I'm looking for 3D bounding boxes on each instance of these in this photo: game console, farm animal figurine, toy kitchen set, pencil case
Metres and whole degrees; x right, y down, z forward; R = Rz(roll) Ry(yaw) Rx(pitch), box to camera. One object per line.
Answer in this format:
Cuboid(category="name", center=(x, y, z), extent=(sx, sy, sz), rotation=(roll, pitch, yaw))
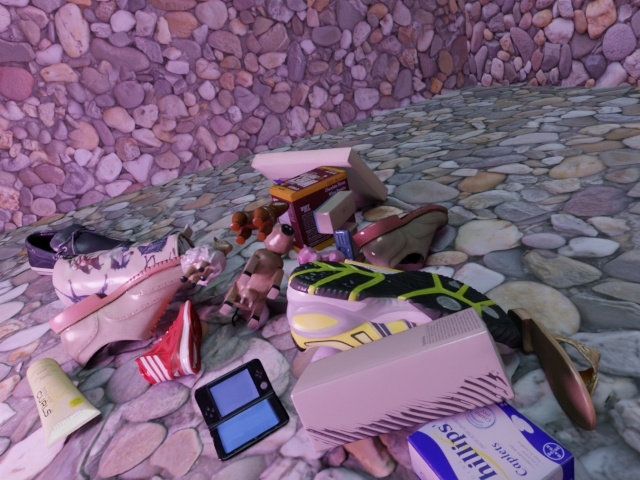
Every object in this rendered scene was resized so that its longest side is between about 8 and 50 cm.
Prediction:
Cuboid(category="game console", center=(-0.130, 0.269, 0.662), extent=(0.122, 0.107, 0.071), rotation=(-24, -2, -20))
Cuboid(category="farm animal figurine", center=(-0.093, 0.062, 0.905), extent=(0.327, 0.330, 0.172), rotation=(-36, 20, 22))
Cuboid(category="toy kitchen set", center=(0.000, 0.000, 0.980), extent=(0.166, 0.207, 0.122), rotation=(2, 29, 32))
Cuboid(category="pencil case", center=(-0.545, 0.082, 1.149), extent=(0.410, 0.160, 0.183), rotation=(-11, 51, 9))

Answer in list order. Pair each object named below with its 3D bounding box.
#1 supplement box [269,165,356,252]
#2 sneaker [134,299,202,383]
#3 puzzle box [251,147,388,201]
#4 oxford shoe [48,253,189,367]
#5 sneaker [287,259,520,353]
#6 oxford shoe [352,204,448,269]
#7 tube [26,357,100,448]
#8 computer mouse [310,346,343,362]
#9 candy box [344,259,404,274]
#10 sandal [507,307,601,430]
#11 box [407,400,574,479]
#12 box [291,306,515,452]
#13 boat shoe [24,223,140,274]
Cuboid(category="supplement box", center=(-0.017, -0.091, 1.192), extent=(0.191, 0.194, 0.129), rotation=(-27, 28, -24))
Cuboid(category="sneaker", center=(-0.327, 0.212, 0.865), extent=(0.128, 0.087, 0.221), rotation=(-17, 24, -8))
Cuboid(category="puzzle box", center=(-0.006, -0.218, 1.396), extent=(0.409, 0.272, 0.052), rotation=(6, 73, 37))
Cuboid(category="oxford shoe", center=(-0.406, 0.149, 0.958), extent=(0.397, 0.146, 0.140), rotation=(-29, -1, -8))
Cuboid(category="sneaker", center=(0.132, 0.137, 0.687), extent=(0.385, 0.147, 0.145), rotation=(11, 22, 3))
Cuboid(category="oxford shoe", center=(0.224, -0.001, 1.009), extent=(0.348, 0.130, 0.123), rotation=(-18, -12, -40))
Cuboid(category="tube", center=(-0.520, 0.309, 0.802), extent=(0.240, 0.062, 0.070), rotation=(19, 82, 43))
Cuboid(category="computer mouse", center=(0.049, 0.192, 0.753), extent=(0.106, 0.042, 0.193), rotation=(12, 36, 42))
Cuboid(category="candy box", center=(0.136, 0.107, 0.759), extent=(0.206, 0.027, 0.105), rotation=(11, 72, 8))
Cuboid(category="sandal", center=(0.363, 0.165, 0.595), extent=(0.079, 0.088, 0.240), rotation=(-10, 19, 4))
Cuboid(category="box", center=(0.199, 0.268, 0.484), extent=(0.137, 0.072, 0.126), rotation=(-24, 26, -17))
Cuboid(category="box", center=(0.107, 0.191, 0.565), extent=(0.275, 0.094, 0.113), rotation=(-23, 1, 15))
Cuboid(category="boat shoe", center=(-0.866, 0.029, 1.448), extent=(0.500, 0.156, 0.187), rotation=(-1, 27, 23))
